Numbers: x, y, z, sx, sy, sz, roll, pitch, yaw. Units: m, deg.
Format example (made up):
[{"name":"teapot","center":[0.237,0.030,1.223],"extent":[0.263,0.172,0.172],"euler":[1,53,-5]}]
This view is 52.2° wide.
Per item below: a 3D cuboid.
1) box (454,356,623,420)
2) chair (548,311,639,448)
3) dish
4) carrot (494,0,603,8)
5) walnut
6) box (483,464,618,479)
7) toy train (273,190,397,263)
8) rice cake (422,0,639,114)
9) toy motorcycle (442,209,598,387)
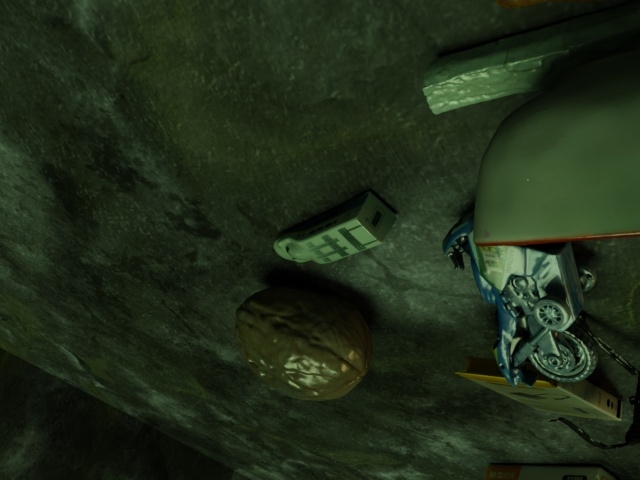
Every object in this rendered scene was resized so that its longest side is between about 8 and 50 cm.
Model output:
[{"name":"box","center":[0.293,0.194,0.859],"extent":[0.129,0.033,0.247],"euler":[-2,157,42]},{"name":"chair","center":[0.386,0.167,0.718],"extent":[0.213,0.149,0.174],"euler":[27,148,-9]},{"name":"dish","center":[0.231,-0.060,0.450],"extent":[0.256,0.117,0.256],"euler":[-3,179,0]},{"name":"carrot","center":[0.196,-0.178,0.439],"extent":[0.165,0.036,0.036],"euler":[0,141,41]},{"name":"walnut","center":[-0.031,0.150,0.991],"extent":[0.230,0.178,0.178],"euler":[22,150,19]},{"name":"box","center":[0.394,0.521,1.167],"extent":[0.091,0.221,0.274],"euler":[36,146,-17]},{"name":"toy train","center":[0.000,0.000,0.841],"extent":[0.052,0.051,0.234],"euler":[43,146,-18]},{"name":"rice cake","center":[0.189,-0.141,0.488],"extent":[0.245,0.045,0.042],"euler":[-5,138,42]},{"name":"toy motorcycle","center":[0.207,0.046,0.689],"extent":[0.135,0.092,0.255],"euler":[-5,113,43]}]
